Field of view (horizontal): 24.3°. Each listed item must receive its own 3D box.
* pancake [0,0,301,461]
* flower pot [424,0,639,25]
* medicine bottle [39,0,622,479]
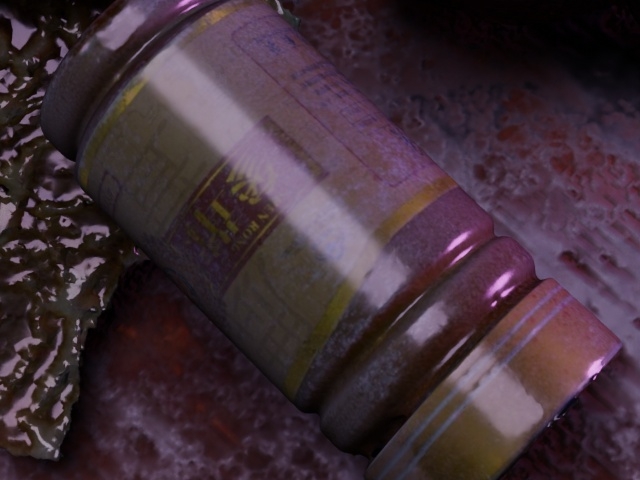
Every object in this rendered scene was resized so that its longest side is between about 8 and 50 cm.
[{"bbox_3d":[-0.204,-0.050,0.966,0.305,0.067,0.427,27,72,17],"label":"pancake"},{"bbox_3d":[0.187,-0.224,0.898,0.267,0.266,0.266,31,73,9],"label":"flower pot"},{"bbox_3d":[0.000,0.000,0.829,0.151,0.151,0.322,-43,80,-12],"label":"medicine bottle"}]
